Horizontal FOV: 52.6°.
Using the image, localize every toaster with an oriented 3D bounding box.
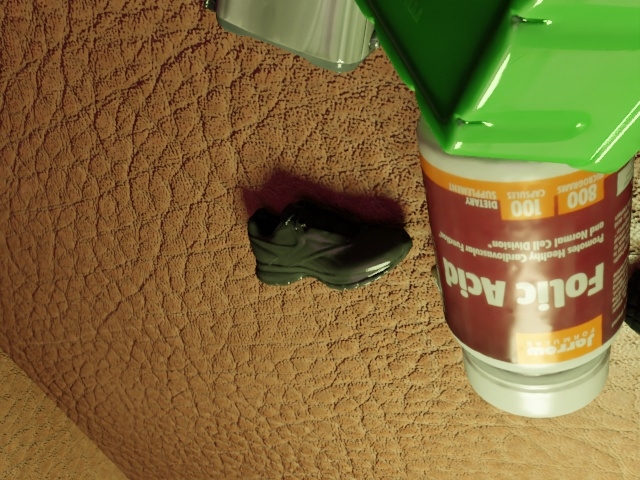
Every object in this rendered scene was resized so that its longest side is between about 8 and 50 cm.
[{"bbox_3d":[-0.024,-0.302,0.735,0.227,0.129,0.146,25,131,12],"label":"toaster"}]

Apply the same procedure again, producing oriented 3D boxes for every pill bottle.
[{"bbox_3d":[0.249,0.014,0.778,0.224,0.224,0.392,4,128,27],"label":"pill bottle"}]

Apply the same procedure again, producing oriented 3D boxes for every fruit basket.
[{"bbox_3d":[0.223,-0.272,0.529,0.392,0.392,0.283,28,147,5],"label":"fruit basket"}]

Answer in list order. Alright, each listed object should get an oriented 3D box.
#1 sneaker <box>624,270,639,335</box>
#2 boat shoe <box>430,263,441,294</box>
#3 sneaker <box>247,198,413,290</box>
[{"bbox_3d":[0.494,0.101,0.759,0.124,0.107,0.283,28,170,-23],"label":"sneaker"},{"bbox_3d":[0.226,0.095,0.982,0.066,0.066,0.183,6,135,48],"label":"boat shoe"},{"bbox_3d":[0.000,0.000,0.997,0.287,0.109,0.130,-4,118,29],"label":"sneaker"}]
